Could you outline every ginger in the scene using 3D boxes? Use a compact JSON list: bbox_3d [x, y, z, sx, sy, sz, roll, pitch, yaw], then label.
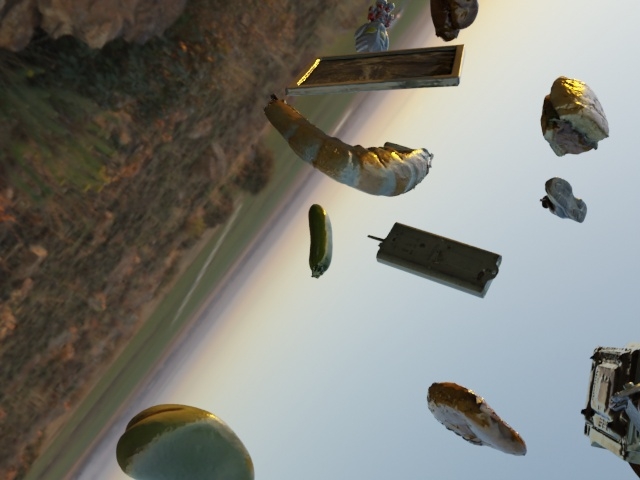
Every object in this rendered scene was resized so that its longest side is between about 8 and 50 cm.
[{"bbox_3d":[0.256,-0.483,1.269,0.073,0.162,0.103,-12,180,-26],"label":"ginger"}]

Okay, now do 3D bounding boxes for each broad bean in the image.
[{"bbox_3d":[-0.239,0.400,1.180,0.189,0.263,0.121,-50,-165,2],"label":"broad bean"}]

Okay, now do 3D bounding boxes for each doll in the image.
[{"bbox_3d":[0.136,-0.525,1.627,0.180,0.094,0.079,-70,-164,-5],"label":"doll"}]

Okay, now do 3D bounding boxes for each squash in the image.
[{"bbox_3d":[0.000,0.000,1.782,0.069,0.069,0.258,-51,-149,44],"label":"squash"}]

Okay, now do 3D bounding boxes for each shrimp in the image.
[{"bbox_3d":[0.040,-0.133,0.991,0.185,0.287,0.068,-81,-170,-62],"label":"shrimp"}]

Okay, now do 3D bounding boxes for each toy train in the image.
[{"bbox_3d":[0.663,0.303,1.206,0.202,0.131,0.300,-32,154,11],"label":"toy train"}]

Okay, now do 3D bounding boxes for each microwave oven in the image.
[{"bbox_3d":[0.781,0.390,1.558,0.355,0.218,0.286,39,60,-79],"label":"microwave oven"}]

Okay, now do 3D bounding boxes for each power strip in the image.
[{"bbox_3d":[0.205,0.029,1.214,0.092,0.268,0.034,-58,150,-24],"label":"power strip"}]

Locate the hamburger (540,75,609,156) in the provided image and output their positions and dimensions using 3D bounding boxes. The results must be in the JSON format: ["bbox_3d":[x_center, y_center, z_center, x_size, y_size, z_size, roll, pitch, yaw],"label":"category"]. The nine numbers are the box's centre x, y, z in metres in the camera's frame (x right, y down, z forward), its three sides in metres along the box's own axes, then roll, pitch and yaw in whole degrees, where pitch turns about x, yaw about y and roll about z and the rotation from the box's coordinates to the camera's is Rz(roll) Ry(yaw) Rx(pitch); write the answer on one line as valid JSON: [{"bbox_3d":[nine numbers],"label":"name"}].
[{"bbox_3d":[0.611,-0.327,1.555,0.135,0.155,0.207,-10,-129,37],"label":"hamburger"}]

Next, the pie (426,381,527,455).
[{"bbox_3d":[0.373,0.440,1.561,0.069,0.273,0.273,-50,-179,-20],"label":"pie"}]

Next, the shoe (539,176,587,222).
[{"bbox_3d":[0.638,-0.106,1.739,0.099,0.169,0.071,2,-121,58],"label":"shoe"}]

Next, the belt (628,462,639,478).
[{"bbox_3d":[1.071,0.628,2.045,0.217,0.122,0.338,-41,-127,40],"label":"belt"}]

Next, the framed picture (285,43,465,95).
[{"bbox_3d":[0.114,-0.333,1.255,0.240,0.324,0.020,-63,150,-56],"label":"framed picture"}]
